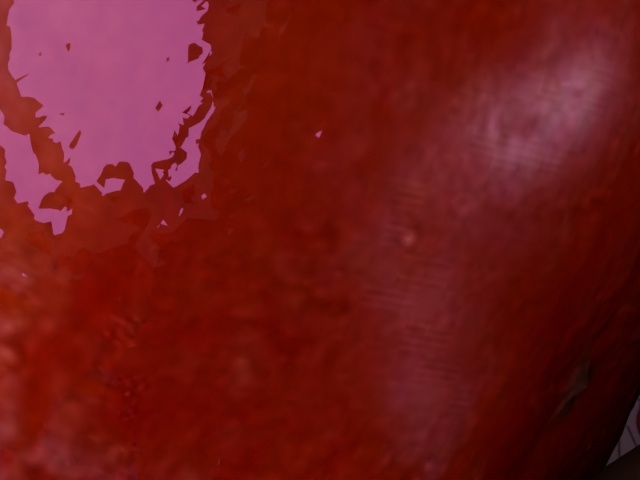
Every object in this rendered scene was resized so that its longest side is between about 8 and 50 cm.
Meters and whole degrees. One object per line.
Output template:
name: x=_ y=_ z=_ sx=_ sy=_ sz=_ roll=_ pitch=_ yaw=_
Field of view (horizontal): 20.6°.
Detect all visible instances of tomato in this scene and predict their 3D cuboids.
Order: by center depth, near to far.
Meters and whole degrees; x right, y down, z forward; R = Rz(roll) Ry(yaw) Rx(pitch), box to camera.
tomato: x=0.004 y=0.006 z=0.433 sx=0.144 sy=0.338 sz=0.338 roll=33 pitch=91 yaw=32

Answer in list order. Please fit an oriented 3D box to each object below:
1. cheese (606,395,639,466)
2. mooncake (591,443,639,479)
cheese: x=0.129 y=0.061 z=0.575 sx=0.145 sy=0.038 sz=0.095 roll=-11 pitch=89 yaw=4
mooncake: x=0.251 y=0.191 z=0.373 sx=0.262 sy=0.467 sz=0.467 roll=-45 pitch=87 yaw=7
